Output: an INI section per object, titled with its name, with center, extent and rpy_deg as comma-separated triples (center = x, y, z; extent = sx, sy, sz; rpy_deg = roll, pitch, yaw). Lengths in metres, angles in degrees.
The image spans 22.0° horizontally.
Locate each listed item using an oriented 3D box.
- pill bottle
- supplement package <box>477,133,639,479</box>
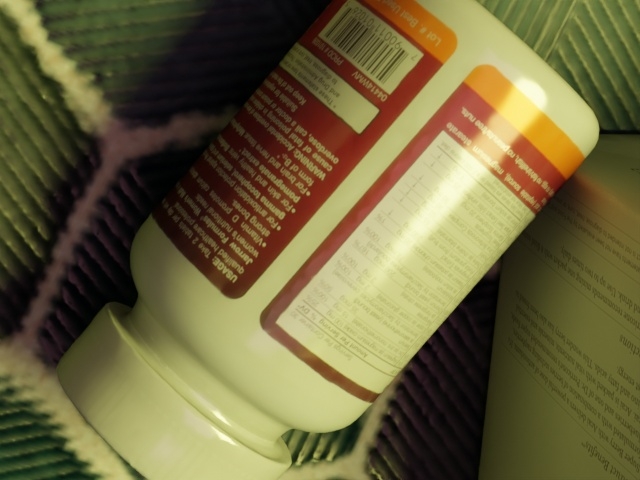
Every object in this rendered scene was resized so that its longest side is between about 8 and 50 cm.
[pill bottle]
center = 0.000, 0.000, 0.672
extent = 0.121, 0.121, 0.221
rpy_deg = 39, 95, -23
[supplement package]
center = 0.180, 0.113, 0.729
extent = 0.175, 0.177, 0.293
rpy_deg = 0, 108, -16
